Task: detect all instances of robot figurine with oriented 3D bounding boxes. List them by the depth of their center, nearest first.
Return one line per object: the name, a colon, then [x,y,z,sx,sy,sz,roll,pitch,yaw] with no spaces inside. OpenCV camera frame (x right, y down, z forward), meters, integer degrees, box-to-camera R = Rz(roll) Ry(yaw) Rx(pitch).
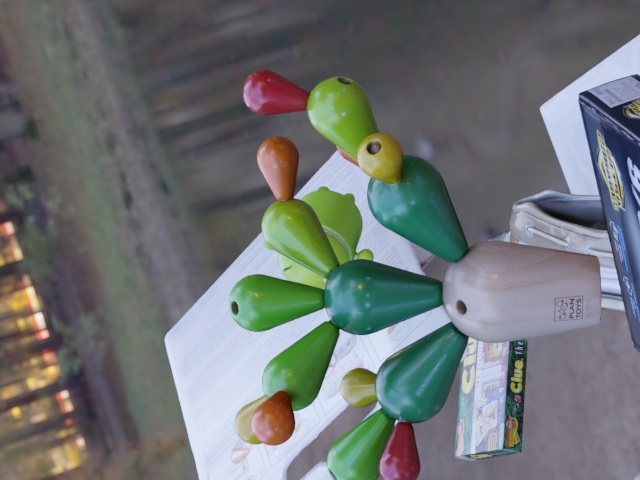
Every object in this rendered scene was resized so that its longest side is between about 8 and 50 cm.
robot figurine: [0.000,0.000,1.306,0.115,0.101,0.067,-70,-4,-52]

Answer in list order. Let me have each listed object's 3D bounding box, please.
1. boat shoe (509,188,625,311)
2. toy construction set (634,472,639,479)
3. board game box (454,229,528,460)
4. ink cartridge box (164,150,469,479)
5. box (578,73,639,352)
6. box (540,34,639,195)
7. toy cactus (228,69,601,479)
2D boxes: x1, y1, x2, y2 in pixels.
boat shoe: [0.292,0.002,1.254,0.302,0.113,0.103,-5,105,37]
toy construction set: [0.230,0.355,1.212,0.215,0.327,0.151,53,148,-13]
board game box: [0.204,0.123,1.702,0.136,0.030,0.259,140,137,-69]
ink cartridge box: [0.002,0.114,1.412,0.091,0.308,0.385,35,-164,-32]
box: [0.251,0.013,0.997,0.175,0.051,0.220,-120,11,-63]
box: [0.417,-0.055,1.475,0.168,0.345,0.215,-37,56,34]
toy cactus: [0.043,0.025,0.697,0.112,0.181,0.219,-62,-31,-77]
